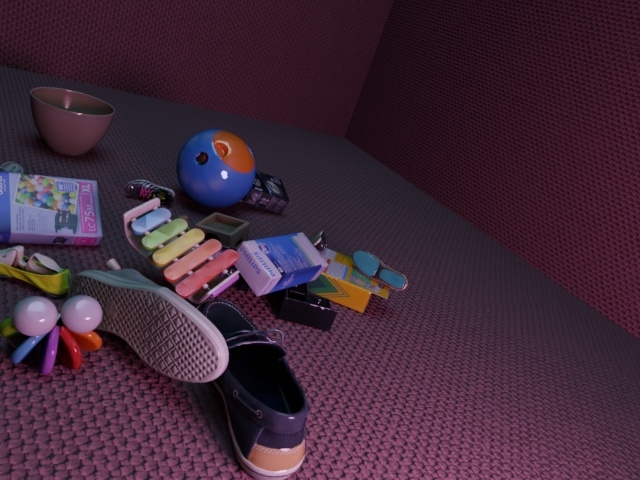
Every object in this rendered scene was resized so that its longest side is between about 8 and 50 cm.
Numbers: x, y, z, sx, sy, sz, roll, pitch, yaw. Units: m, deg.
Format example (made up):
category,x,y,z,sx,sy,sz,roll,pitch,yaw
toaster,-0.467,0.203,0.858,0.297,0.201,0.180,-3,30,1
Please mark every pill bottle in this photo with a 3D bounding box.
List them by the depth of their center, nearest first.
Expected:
category,x,y,z,sx,sy,sz,roll,pitch,yaw
pill bottle,-0.295,0.070,1.464,0.219,0.123,0.123,16,22,-11

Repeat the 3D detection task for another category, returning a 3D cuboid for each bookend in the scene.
category,x,y,z,sx,sy,sz,roll,pitch,yaw
bookend,-0.041,0.172,1.516,0.157,0.073,0.156,17,22,-11

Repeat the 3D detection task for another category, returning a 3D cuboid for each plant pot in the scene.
category,x,y,z,sx,sy,sz,roll,pitch,yaw
plant pot,-0.931,-0.428,1.967,0.283,0.191,0.284,17,22,-7

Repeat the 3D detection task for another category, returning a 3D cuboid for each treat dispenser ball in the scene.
category,x,y,z,sx,sy,sz,roll,pitch,yaw
treat dispenser ball,-0.381,-0.262,1.939,0.287,0.288,0.288,18,22,-7

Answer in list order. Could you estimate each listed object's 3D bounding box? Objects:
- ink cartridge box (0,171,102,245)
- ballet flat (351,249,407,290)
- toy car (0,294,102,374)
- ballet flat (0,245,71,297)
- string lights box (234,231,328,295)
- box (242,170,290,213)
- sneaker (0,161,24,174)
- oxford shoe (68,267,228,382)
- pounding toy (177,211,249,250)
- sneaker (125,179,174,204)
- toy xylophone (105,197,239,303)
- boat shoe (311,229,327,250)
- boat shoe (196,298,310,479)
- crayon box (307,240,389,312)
category,x,y,z,sx,sy,sz,roll,pitch,yaw
ink cartridge box,-0.750,-0.084,1.397,0.310,0.065,0.186,1,62,-35
ballet flat,0.190,0.102,1.691,0.206,0.073,0.067,35,-1,25
toy car,-0.513,0.188,1.016,0.181,0.159,0.137,3,64,-38
ballet flat,-0.681,0.056,1.220,0.230,0.077,0.077,21,23,2
string lights box,-0.108,0.059,1.467,0.133,0.077,0.259,51,31,19
box,-0.231,-0.200,2.118,0.180,0.078,0.147,17,36,-36
sneaker,-0.884,-0.102,1.430,0.083,0.118,0.222,33,48,-17
oxford shoe,-0.350,0.158,1.111,0.448,0.169,0.130,17,10,31
pounding toy,-0.358,-0.015,1.659,0.205,0.094,0.181,16,26,14
sneaker,-0.584,-0.163,1.825,0.170,0.063,0.075,13,17,-30
toy xylophone,-0.367,0.046,1.304,0.322,0.081,0.236,35,43,5
boat shoe,-0.001,0.001,1.769,0.042,0.049,0.133,45,10,-13
boat shoe,-0.152,0.258,1.119,0.186,0.156,0.500,6,25,-28
crayon box,0.060,0.119,1.712,0.322,0.083,0.203,21,22,3
